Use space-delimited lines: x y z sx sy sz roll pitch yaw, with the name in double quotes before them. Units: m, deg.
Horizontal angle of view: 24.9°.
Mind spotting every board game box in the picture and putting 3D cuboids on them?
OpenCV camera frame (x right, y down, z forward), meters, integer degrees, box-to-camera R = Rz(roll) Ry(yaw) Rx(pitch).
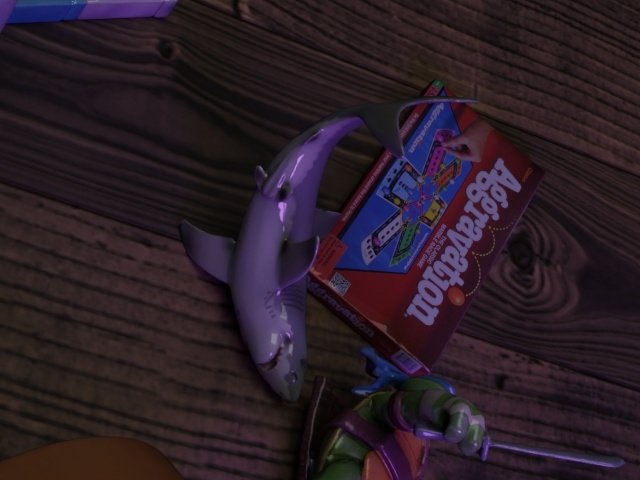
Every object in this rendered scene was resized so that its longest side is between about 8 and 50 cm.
"board game box" 0.097 -0.017 1.320 0.145 0.027 0.281 40 51 -7

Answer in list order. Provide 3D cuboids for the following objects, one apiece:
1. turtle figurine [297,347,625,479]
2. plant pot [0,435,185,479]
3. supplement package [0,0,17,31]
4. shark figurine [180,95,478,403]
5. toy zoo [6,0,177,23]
"turtle figurine" 0.065 0.214 1.064 0.266 0.198 0.275 -33 81 -35
"plant pot" -0.145 0.258 0.877 0.291 0.291 0.203 -9 52 -35
"supplement package" -0.343 -0.129 1.005 0.149 0.194 0.203 41 51 -4
"shark figurine" -0.001 -0.029 1.165 0.166 0.278 0.116 41 27 30
"toy zoo" -0.244 -0.277 1.255 0.293 0.030 0.192 -9 69 -35
